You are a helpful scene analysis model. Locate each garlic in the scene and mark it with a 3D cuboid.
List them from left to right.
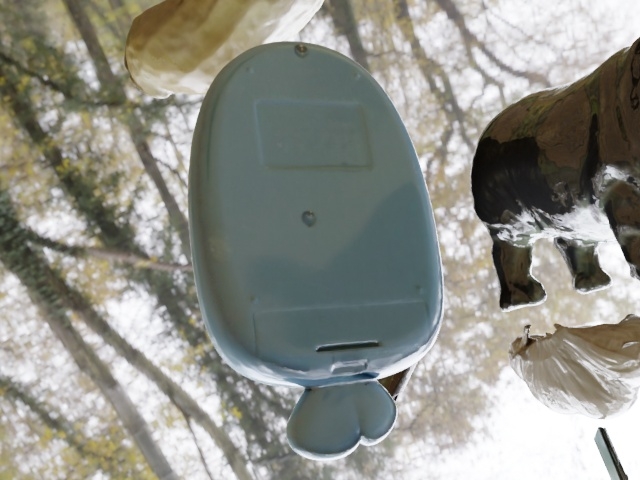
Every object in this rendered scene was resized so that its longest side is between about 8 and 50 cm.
[{"bbox_3d":[0.370,0.181,1.337,0.178,0.143,0.229,3,169,-37],"label":"garlic"}]

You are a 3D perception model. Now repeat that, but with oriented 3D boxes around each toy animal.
[{"bbox_3d":[0.202,-0.061,0.532,0.106,0.168,0.343,-11,162,-24],"label":"toy animal"}]

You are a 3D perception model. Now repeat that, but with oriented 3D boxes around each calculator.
[{"bbox_3d":[0.000,0.000,0.676,0.188,0.303,0.042,-3,164,-26],"label":"calculator"},{"bbox_3d":[0.416,0.341,1.307,0.018,0.057,0.172,-13,-123,-5],"label":"calculator"}]

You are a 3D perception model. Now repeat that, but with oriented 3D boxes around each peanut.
[{"bbox_3d":[-0.125,-0.312,1.321,0.340,0.174,0.158,-45,-148,17],"label":"peanut"}]

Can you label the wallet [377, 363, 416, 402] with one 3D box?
[{"bbox_3d":[0.110,0.175,1.421,0.232,0.031,0.122,-63,-157,10],"label":"wallet"}]
